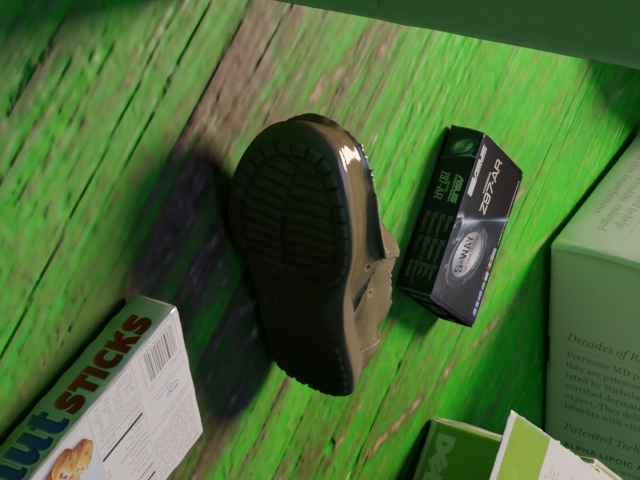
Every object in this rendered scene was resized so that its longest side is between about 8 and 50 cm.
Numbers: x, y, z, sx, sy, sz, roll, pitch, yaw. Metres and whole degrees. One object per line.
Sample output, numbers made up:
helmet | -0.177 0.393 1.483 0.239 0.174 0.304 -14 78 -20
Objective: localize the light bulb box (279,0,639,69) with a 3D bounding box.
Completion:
light bulb box | 0.138 -0.294 0.656 0.361 0.225 0.358 -43 139 -47

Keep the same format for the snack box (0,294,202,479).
snack box | -0.097 0.098 0.626 0.178 0.022 0.064 -51 146 -40

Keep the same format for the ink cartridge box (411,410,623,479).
ink cartridge box | 0.066 0.182 0.915 0.255 0.097 0.188 38 69 -60

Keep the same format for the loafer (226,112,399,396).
loafer | 0.000 0.000 0.737 0.050 0.056 0.148 -57 159 -35

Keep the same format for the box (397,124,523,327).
box | 0.068 -0.006 0.905 0.067 0.018 0.083 36 71 -63

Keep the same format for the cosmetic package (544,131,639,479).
cosmetic package | 0.230 0.056 1.109 0.151 0.151 0.183 -46 143 -46
